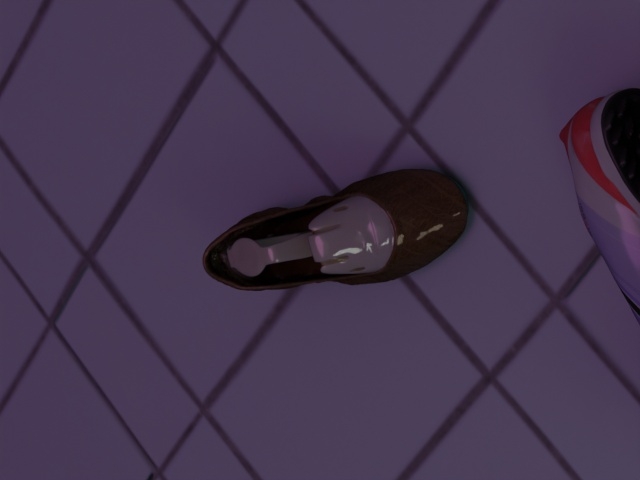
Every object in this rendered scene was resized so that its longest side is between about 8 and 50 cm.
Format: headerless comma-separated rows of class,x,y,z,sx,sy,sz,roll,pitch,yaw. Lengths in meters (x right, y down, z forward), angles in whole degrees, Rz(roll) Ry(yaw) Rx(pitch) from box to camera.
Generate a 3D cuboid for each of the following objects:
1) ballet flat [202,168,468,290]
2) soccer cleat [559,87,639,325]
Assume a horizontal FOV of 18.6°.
ballet flat,0.000,0.000,2.109,0.342,0.124,0.116,-9,96,43
soccer cleat,0.317,0.014,1.858,0.116,0.109,0.318,-20,91,65
